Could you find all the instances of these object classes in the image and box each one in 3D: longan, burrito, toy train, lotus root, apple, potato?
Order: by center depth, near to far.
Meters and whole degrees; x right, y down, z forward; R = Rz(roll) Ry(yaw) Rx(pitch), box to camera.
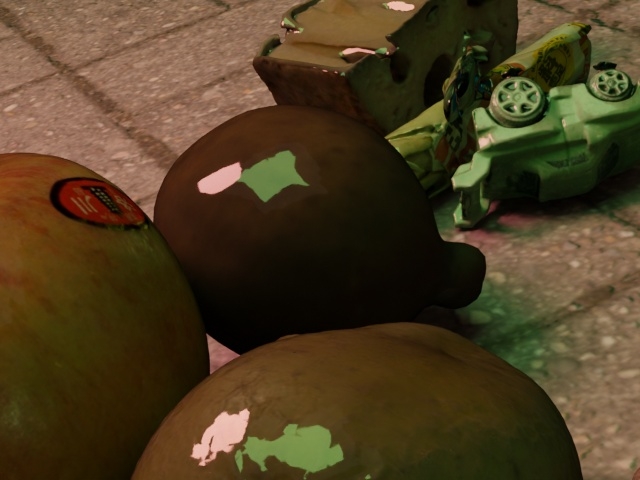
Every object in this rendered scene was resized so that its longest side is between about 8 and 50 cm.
[{"bbox_3d":[0.020,0.116,0.623,0.178,0.160,0.235,42,36,15],"label":"potato"},{"bbox_3d":[-0.177,0.073,0.743,0.261,0.194,0.261,-27,22,12],"label":"apple"},{"bbox_3d":[0.000,0.000,0.848,0.204,0.159,0.185,13,12,5],"label":"longan"},{"bbox_3d":[0.161,-0.064,0.964,0.149,0.099,0.081,-7,61,2],"label":"toy train"},{"bbox_3d":[0.116,-0.101,1.030,0.054,0.104,0.288,34,52,31],"label":"burrito"},{"bbox_3d":[0.063,-0.151,1.120,0.119,0.138,0.235,5,34,44],"label":"lotus root"}]

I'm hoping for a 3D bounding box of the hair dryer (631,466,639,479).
[{"bbox_3d":[0.198,0.109,0.674,0.063,0.037,0.114,3,25,34],"label":"hair dryer"}]
